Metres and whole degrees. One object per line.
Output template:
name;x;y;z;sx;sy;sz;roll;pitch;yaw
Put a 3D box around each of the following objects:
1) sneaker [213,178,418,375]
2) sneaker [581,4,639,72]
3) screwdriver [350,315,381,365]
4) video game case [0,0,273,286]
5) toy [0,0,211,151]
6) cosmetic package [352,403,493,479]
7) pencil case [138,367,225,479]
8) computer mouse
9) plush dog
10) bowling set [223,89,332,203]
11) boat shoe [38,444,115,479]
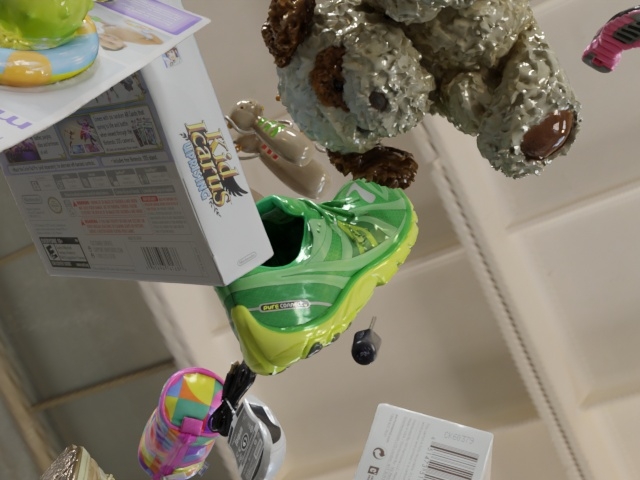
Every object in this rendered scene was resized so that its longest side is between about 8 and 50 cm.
sneaker;0.000;0.000;1.032;0.109;0.295;0.123;-26;-76;31
sneaker;0.320;-0.226;1.231;0.047;0.057;0.119;32;-22;-7
screwdriver;0.037;0.078;0.935;0.025;0.170;0.024;-45;-90;3
video game case;-0.177;-0.088;0.922;0.269;0.061;0.244;1;-63;48
toy;-0.141;-0.117;0.510;0.137;0.237;0.056;23;-68;5
cosmetic package;0.126;0.328;1.467;0.151;0.151;0.183;14;-35;16
pencil case;-0.176;0.246;1.501;0.104;0.104;0.236;41;-30;8
computer mouse;-0.073;0.210;1.272;0.042;0.193;0.106;16;-74;-24
plush dog;0.067;-0.165;0.989;0.225;0.210;0.262;-26;-56;10
bowling set;-0.039;-0.156;1.499;0.154;0.287;0.200;35;-50;24
boat shoe;-0.123;0.137;0.601;0.045;0.135;0.050;40;-97;-7
